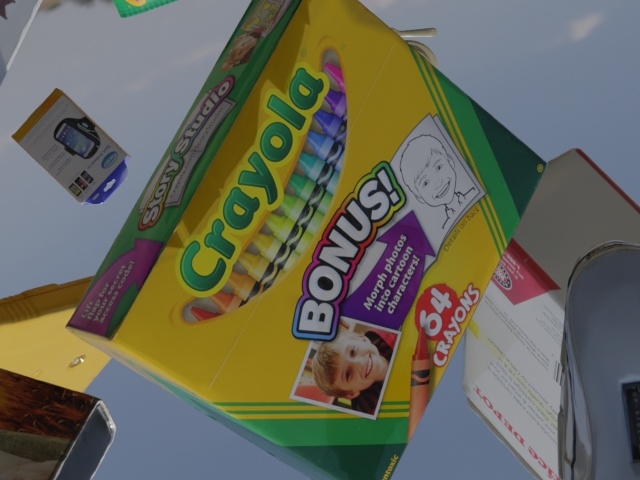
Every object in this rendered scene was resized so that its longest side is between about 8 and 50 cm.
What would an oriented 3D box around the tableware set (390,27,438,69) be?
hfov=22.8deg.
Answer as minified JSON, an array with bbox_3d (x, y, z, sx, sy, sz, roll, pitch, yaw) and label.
[{"bbox_3d":[0.063,-0.238,2.188,0.194,0.128,0.039,-2,-151,-3],"label":"tableware set"}]

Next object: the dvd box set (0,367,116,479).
[{"bbox_3d":[-0.410,0.201,1.226,0.420,0.062,0.307,15,-124,20],"label":"dvd box set"}]

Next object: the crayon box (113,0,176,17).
[{"bbox_3d":[-0.236,-0.406,1.776,0.081,0.165,0.278,-19,-126,0],"label":"crayon box"}]

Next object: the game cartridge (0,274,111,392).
[{"bbox_3d":[-0.367,0.149,1.978,0.285,0.053,0.323,-48,160,29],"label":"game cartridge"}]

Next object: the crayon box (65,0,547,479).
[{"bbox_3d":[0.000,0.000,1.410,0.106,0.313,0.363,9,-113,55],"label":"crayon box"}]

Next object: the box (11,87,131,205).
[{"bbox_3d":[-0.290,-0.105,1.887,0.081,0.136,0.028,-46,177,4],"label":"box"}]

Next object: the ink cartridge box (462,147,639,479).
[{"bbox_3d":[0.307,0.128,1.840,0.160,0.385,0.279,-30,-122,-18],"label":"ink cartridge box"}]

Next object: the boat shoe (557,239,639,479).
[{"bbox_3d":[0.255,0.178,1.351,0.136,0.367,0.156,-7,-174,5],"label":"boat shoe"}]

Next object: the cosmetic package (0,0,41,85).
[{"bbox_3d":[-0.365,-0.172,1.210,0.161,0.230,0.453,-8,-125,50],"label":"cosmetic package"}]
